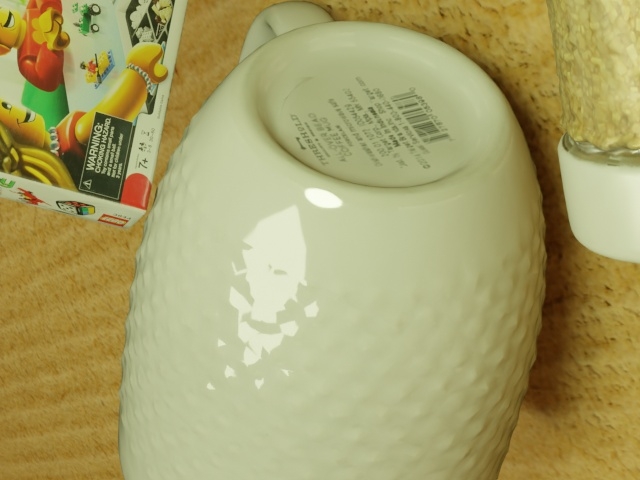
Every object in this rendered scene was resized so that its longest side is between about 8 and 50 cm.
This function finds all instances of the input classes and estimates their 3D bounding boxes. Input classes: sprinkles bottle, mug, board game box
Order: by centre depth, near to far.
[{"bbox_3d":[0.145,-0.172,0.734,0.121,0.121,0.355,13,121,51],"label":"sprinkles bottle"},{"bbox_3d":[-0.182,-0.178,1.101,0.193,0.305,0.053,15,161,-18],"label":"board game box"},{"bbox_3d":[0.000,0.000,1.142,0.328,0.276,0.374,101,159,-44],"label":"mug"}]
